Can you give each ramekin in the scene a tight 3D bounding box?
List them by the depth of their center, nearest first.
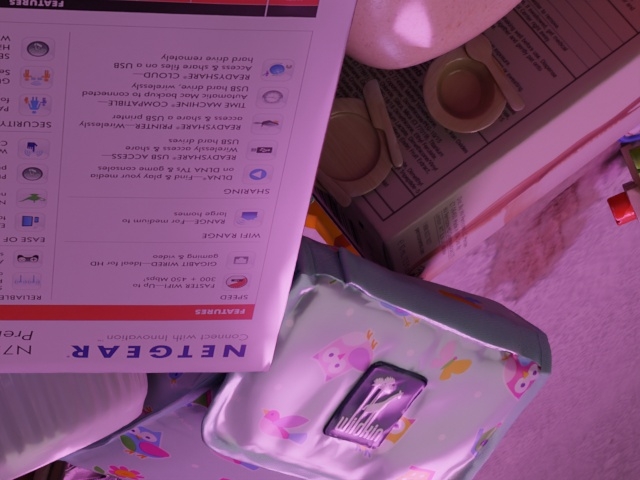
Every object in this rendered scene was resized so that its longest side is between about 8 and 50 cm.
[{"bbox_3d":[-0.200,0.082,1.081,0.207,0.109,0.207,-22,-179,1],"label":"ramekin"}]

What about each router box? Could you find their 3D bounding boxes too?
[{"bbox_3d":[-0.167,-0.062,0.769,0.335,0.082,0.301,1,141,-11],"label":"router box"}]

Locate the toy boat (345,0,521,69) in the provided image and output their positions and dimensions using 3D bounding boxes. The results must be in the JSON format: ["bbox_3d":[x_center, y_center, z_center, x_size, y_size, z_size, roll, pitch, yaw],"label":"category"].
[{"bbox_3d":[0.111,-0.220,1.093,0.318,0.148,0.267,3,128,-49],"label":"toy boat"}]

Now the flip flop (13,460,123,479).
[{"bbox_3d":[-0.206,0.185,1.435,0.112,0.080,0.277,-1,121,-50],"label":"flip flop"}]

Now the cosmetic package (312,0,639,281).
[{"bbox_3d":[0.122,-0.115,1.267,0.296,0.153,0.129,-35,159,-6],"label":"cosmetic package"}]

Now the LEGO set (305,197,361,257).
[{"bbox_3d":[0.000,0.000,1.366,0.227,0.093,0.087,-32,157,-19],"label":"LEGO set"}]

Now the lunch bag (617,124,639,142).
[{"bbox_3d":[0.332,-0.213,1.461,0.303,0.115,0.243,-50,158,26],"label":"lunch bag"}]

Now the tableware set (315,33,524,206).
[{"bbox_3d":[0.038,-0.113,1.171,0.168,0.141,0.020,-30,-176,-9],"label":"tableware set"}]

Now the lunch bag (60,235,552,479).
[{"bbox_3d":[-0.012,0.084,1.191,0.223,0.160,0.262,23,150,-34],"label":"lunch bag"}]

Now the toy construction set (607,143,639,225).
[{"bbox_3d":[0.394,-0.118,1.694,0.327,0.151,0.215,-37,-163,12],"label":"toy construction set"}]
